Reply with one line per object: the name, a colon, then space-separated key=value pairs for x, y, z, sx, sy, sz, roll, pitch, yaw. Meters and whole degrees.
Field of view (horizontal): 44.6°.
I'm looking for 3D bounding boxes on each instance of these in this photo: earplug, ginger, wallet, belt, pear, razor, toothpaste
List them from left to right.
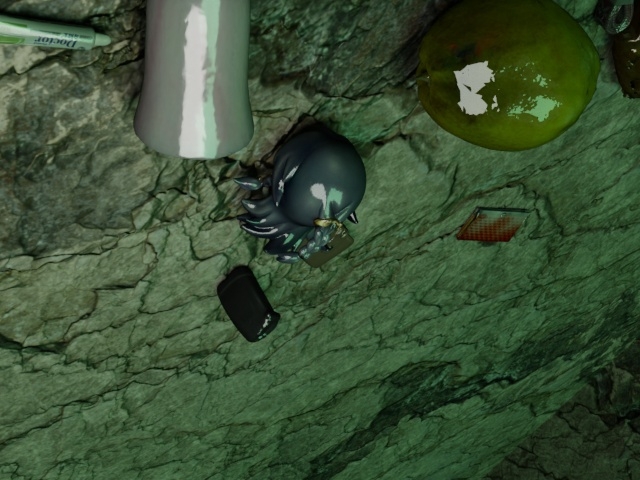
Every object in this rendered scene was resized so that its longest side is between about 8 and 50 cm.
toothpaste: x=-0.363 y=-0.263 z=0.986 sx=0.197 sy=0.029 sz=0.048 roll=-2 pitch=136 yaw=-33
earplug: x=-0.163 y=-0.277 z=1.031 sx=0.173 sy=0.172 sz=0.301 roll=-14 pitch=135 yaw=-25
razor: x=-0.146 y=0.129 z=1.554 sx=0.090 sy=0.148 sz=0.054 roll=-45 pitch=149 yaw=18
wallet: x=0.000 y=0.000 z=1.607 sx=0.118 sy=0.038 sz=0.153 roll=-35 pitch=145 yaw=8
wallet: x=0.425 y=-0.037 z=1.916 sx=0.197 sy=0.020 sz=0.103 roll=1 pitch=134 yaw=-39
pear: x=0.316 y=-0.283 z=1.316 sx=0.322 sy=0.269 sz=0.269 roll=-2 pitch=139 yaw=-10
belt: x=0.557 y=-0.482 z=1.423 sx=0.071 sy=0.053 sz=0.232 roll=-18 pitch=145 yaw=-7
ginger: x=0.669 y=-0.373 z=1.608 sx=0.133 sy=0.107 sz=0.309 roll=-28 pitch=145 yaw=19

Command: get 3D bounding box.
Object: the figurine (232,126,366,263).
figurine: x=-0.031 y=-0.072 z=1.383 sx=0.175 sy=0.197 sz=0.265 roll=-32 pitch=152 yaw=-49
